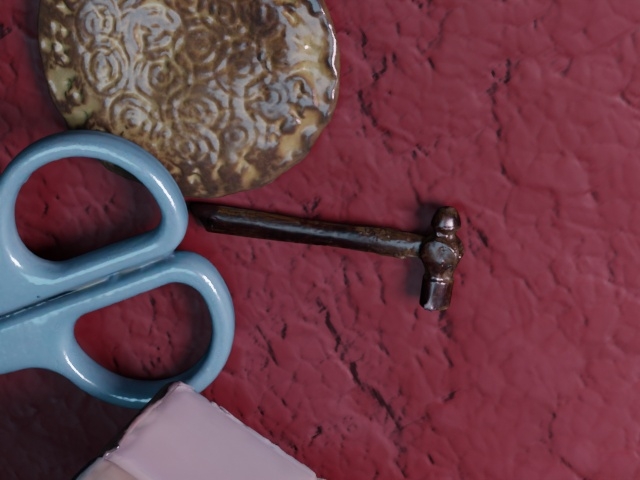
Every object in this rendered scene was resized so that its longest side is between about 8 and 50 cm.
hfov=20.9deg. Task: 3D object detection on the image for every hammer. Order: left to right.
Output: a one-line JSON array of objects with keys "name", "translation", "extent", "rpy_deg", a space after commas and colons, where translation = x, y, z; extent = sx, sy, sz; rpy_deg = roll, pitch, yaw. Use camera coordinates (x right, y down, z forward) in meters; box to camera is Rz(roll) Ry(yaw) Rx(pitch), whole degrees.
[{"name": "hammer", "translation": [0.000, 0.000, 1.061], "extent": [0.178, 0.021, 0.065], "rpy_deg": [8, 109, 17]}]

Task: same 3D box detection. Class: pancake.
[{"name": "pancake", "translation": [-0.081, -0.116, 1.054], "extent": [0.199, 0.021, 0.199], "rpy_deg": [5, 107, 17]}]

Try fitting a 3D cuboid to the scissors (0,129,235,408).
[{"name": "scissors", "translation": [-0.275, 0.072, 1.131], "extent": [0.447, 0.029, 0.193], "rpy_deg": [-19, 111, 16]}]

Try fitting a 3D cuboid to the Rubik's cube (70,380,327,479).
[{"name": "Rubik's cube", "translation": [-0.082, 0.356, 1.010], "extent": [0.346, 0.347, 0.344], "rpy_deg": [34, 119, 8]}]
